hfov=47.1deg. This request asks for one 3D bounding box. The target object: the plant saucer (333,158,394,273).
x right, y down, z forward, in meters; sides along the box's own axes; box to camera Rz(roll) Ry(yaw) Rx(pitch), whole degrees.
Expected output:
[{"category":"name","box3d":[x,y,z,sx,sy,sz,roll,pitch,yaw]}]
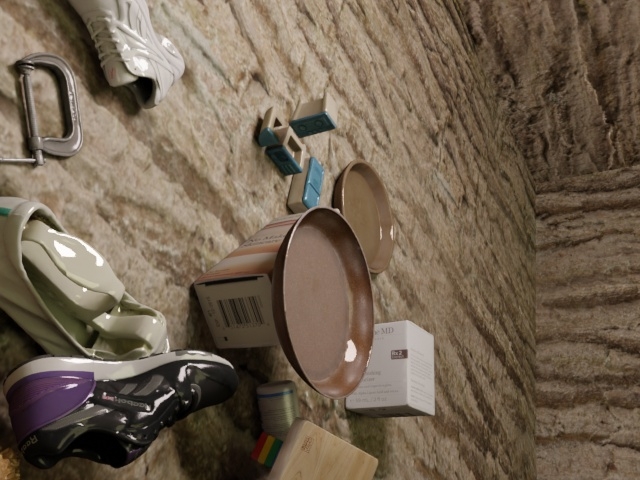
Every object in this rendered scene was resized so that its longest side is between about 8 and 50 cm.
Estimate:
[{"category":"plant saucer","box3d":[0.103,-0.055,1.746,0.278,0.041,0.277,26,59,-57]}]

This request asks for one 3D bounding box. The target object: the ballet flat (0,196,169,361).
[{"category":"ballet flat","box3d":[-0.275,0.095,0.904,0.400,0.139,0.139,55,37,-39]}]

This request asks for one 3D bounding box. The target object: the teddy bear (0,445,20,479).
[{"category":"teddy bear","box3d":[-0.403,0.223,0.676,0.337,0.113,0.245,67,23,-8]}]

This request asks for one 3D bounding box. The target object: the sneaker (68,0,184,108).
[{"category":"sneaker","box3d":[-0.285,-0.281,1.053,0.232,0.090,0.115,48,45,-44]}]

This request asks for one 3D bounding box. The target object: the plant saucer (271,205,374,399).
[{"category":"plant saucer","box3d":[0.004,0.099,1.188,0.311,0.050,0.310,22,64,-58]}]

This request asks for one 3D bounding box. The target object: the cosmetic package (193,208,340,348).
[{"category":"cosmetic package","box3d":[-0.068,0.059,1.277,0.296,0.153,0.129,-44,121,-59]}]

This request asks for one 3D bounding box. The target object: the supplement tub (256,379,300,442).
[{"category":"supplement tub","box3d":[-0.071,0.301,1.278,0.071,0.071,0.107,-2,83,-62]}]

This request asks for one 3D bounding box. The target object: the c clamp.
[{"category":"c clamp","box3d":[-0.358,-0.171,0.948,0.137,0.022,0.160,5,77,-61]}]

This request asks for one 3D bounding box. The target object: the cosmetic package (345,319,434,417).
[{"category":"cosmetic package","box3d":[0.155,0.287,1.614,0.151,0.151,0.183,34,52,-53]}]

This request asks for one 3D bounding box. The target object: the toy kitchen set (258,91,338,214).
[{"category":"toy kitchen set","box3d":[-0.013,-0.161,1.431,0.207,0.166,0.122,49,41,-44]}]

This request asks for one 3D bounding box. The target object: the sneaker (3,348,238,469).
[{"category":"sneaker","box3d":[-0.216,0.209,0.860,0.283,0.107,0.124,3,43,-37]}]

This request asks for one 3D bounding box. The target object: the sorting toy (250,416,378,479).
[{"category":"sorting toy","box3d":[-0.043,0.437,1.201,0.255,0.089,0.257,43,66,-47]}]
